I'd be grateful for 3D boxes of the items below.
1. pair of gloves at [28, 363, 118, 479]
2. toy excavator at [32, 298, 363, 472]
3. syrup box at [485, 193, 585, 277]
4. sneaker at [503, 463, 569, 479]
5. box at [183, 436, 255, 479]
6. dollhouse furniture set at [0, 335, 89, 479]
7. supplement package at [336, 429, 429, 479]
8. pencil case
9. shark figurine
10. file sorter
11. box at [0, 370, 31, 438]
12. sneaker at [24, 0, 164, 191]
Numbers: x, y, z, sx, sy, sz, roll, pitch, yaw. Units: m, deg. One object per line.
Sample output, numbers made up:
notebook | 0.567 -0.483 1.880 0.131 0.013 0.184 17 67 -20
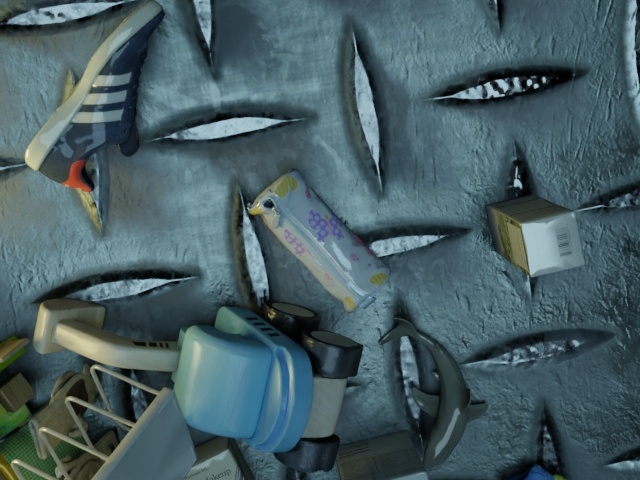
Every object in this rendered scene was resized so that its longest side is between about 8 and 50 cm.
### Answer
pair of gloves | -0.424 0.348 1.593 0.042 0.204 0.240 -3 116 16
toy excavator | -0.216 0.203 1.568 0.445 0.433 0.222 9 100 -34
syrup box | 0.361 -0.013 1.582 0.096 0.237 0.093 -13 100 0
sneaker | 0.369 0.522 1.756 0.126 0.091 0.240 41 95 10
box | -0.155 0.503 1.701 0.113 0.094 0.275 -27 100 0
dollhouse furniture set | -0.491 0.332 1.568 0.197 0.151 0.301 -44 109 -40
supplement package | 0.123 0.477 1.661 0.149 0.203 0.194 -13 100 -2
pencil case | 0.000 0.000 1.618 0.113 0.124 0.273 -43 100 3
shark figurine | 0.228 0.254 1.672 0.166 0.116 0.278 -17 87 -16
file sorter | -0.352 0.364 1.436 0.173 0.277 0.193 17 139 24
box | -0.673 0.236 1.576 0.232 0.058 0.322 -38 105 -41
sneaker | -0.343 -0.234 1.566 0.148 0.131 0.350 36 101 -15
